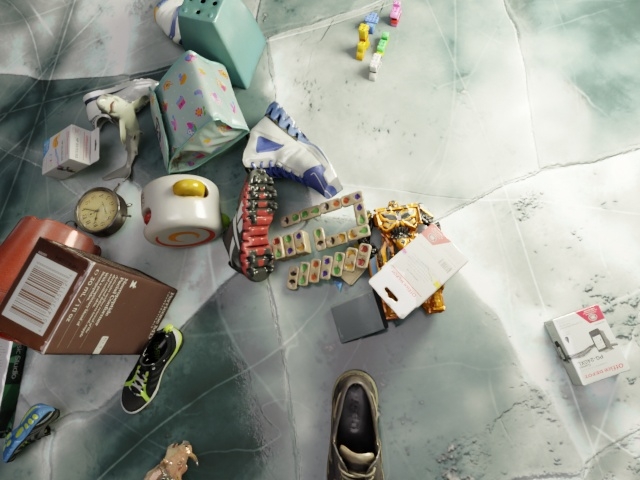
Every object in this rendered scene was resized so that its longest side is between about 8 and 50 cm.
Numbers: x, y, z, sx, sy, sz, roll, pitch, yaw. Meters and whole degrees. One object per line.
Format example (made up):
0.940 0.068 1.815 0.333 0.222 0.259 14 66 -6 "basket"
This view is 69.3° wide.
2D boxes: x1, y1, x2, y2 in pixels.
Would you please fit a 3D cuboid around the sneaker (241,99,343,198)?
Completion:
-0.094 -0.198 1.197 0.182 0.127 0.315 -40 67 0 "sneaker"

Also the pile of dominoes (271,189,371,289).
0.000 0.000 1.127 0.251 0.040 0.196 -18 72 23 "pile of dominoes"

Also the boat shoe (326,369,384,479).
0.068 0.464 0.993 0.132 0.130 0.355 -6 75 6 "boat shoe"

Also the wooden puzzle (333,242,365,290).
0.073 0.066 1.156 0.116 0.014 0.078 -41 70 -4 "wooden puzzle"

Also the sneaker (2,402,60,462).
-0.706 0.475 1.126 0.188 0.078 0.067 -47 45 8 "sneaker"

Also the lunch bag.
-0.351 -0.324 1.229 0.262 0.160 0.223 -28 74 29 "lunch bag"

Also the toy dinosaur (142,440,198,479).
-0.370 0.620 1.023 0.200 0.127 0.296 -6 81 -1 "toy dinosaur"

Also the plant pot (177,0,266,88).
-0.275 -0.558 1.245 0.165 0.234 0.166 17 79 12 "plant pot"

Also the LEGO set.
0.147 -0.567 1.263 0.087 0.093 0.227 18 79 12 "LEGO set"

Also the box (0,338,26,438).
-0.891 0.334 1.196 0.232 0.058 0.322 1 77 8 "box"

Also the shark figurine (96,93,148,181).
-0.547 -0.299 1.250 0.116 0.278 0.166 20 47 7 "shark figurine"

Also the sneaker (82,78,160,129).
-0.556 -0.393 1.329 0.235 0.090 0.095 -17 87 7 "sneaker"

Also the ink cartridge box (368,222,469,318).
0.210 0.072 1.019 0.198 0.067 0.115 -39 77 -9 "ink cartridge box"

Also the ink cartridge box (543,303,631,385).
0.584 0.231 1.018 0.109 0.063 0.150 -20 74 2 "ink cartridge box"

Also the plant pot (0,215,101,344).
-0.688 0.102 1.122 0.272 0.272 0.265 8 62 10 "plant pot"

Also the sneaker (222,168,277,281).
-0.181 -0.040 1.148 0.135 0.097 0.276 7 97 41 "sneaker"

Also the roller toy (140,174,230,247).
-0.346 -0.076 1.151 0.191 0.209 0.146 -13 74 10 "roller toy"

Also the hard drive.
0.089 0.178 1.082 0.135 0.022 0.094 -29 70 38 "hard drive"

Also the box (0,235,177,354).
-0.487 0.142 1.021 0.143 0.381 0.191 24 81 10 "box"

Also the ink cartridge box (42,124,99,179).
-0.689 -0.247 1.275 0.181 0.061 0.104 -16 73 31 "ink cartridge box"

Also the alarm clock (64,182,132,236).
-0.609 -0.067 1.254 0.192 0.064 0.129 -24 74 -1 "alarm clock"

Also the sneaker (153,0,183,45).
-0.339 -0.694 1.368 0.296 0.112 0.131 -38 88 2 "sneaker"

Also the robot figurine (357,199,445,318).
0.200 0.036 1.107 0.211 0.085 0.291 -9 75 0 "robot figurine"

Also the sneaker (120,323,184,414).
-0.423 0.305 1.117 0.084 0.097 0.235 25 81 13 "sneaker"
